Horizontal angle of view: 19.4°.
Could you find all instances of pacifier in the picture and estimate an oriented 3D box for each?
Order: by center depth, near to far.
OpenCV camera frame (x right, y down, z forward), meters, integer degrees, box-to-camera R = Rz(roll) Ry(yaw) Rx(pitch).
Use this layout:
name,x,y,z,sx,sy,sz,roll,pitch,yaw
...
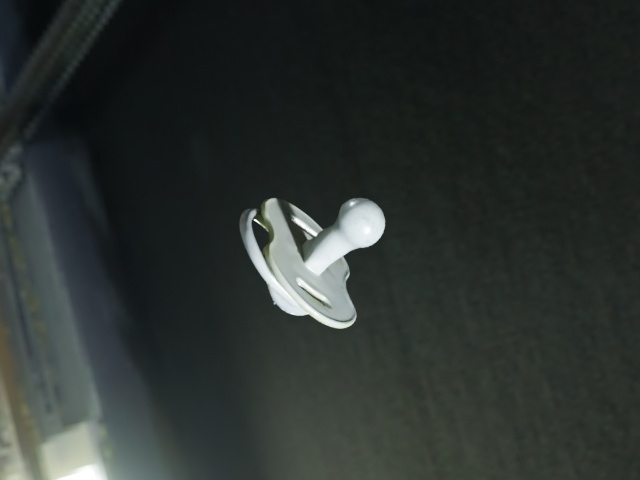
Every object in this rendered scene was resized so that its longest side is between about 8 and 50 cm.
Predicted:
name,x,y,z,sx,sy,sz,roll,pitch,yaw
pacifier,0.000,0.000,0.886,0.064,0.068,0.083,-39,-151,20
